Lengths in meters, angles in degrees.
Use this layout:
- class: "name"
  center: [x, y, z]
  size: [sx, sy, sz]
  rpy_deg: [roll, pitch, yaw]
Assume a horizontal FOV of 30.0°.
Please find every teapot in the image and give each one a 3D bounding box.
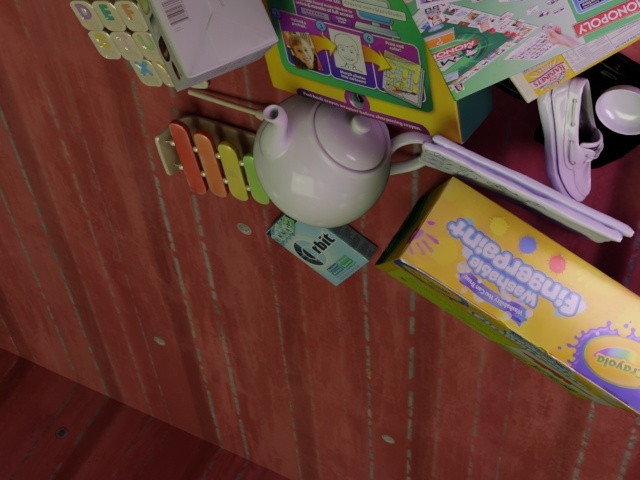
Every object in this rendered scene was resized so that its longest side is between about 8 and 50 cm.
- class: "teapot"
  center: [0.029, -0.153, 1.974]
  size: [0.252, 0.256, 0.187]
  rpy_deg: [47, 139, -5]

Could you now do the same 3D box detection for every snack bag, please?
- class: "snack bag"
  center: [0.298, -0.072, 1.837]
  size: [0.323, 0.037, 0.342]
  rpy_deg: [25, -179, 2]

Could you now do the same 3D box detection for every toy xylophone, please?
- class: "toy xylophone"
  center: [-0.166, -0.165, 2.254]
  size: [0.323, 0.081, 0.236]
  rpy_deg: [13, 146, 28]

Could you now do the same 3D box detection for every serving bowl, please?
- class: "serving bowl"
  center: [0.431, -0.188, 1.681]
  size: [0.083, 0.027, 0.083]
  rpy_deg: [20, 144, 15]

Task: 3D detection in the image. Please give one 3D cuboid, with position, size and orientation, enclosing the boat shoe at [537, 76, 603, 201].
- class: "boat shoe"
  center: [0.372, -0.141, 1.741]
  size: [0.076, 0.083, 0.226]
  rpy_deg: [8, 139, 35]

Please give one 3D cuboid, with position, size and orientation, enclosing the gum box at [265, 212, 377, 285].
- class: "gum box"
  center: [0.000, 0.000, 2.382]
  size: [0.184, 0.041, 0.157]
  rpy_deg: [38, 148, -8]

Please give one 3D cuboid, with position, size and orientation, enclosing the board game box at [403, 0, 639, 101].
- class: "board game box"
  center: [0.272, -0.331, 1.528]
  size: [0.317, 0.046, 0.213]
  rpy_deg: [-23, 126, 14]

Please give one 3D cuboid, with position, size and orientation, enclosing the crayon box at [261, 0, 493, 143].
- class: "crayon box"
  center: [0.064, -0.332, 1.757]
  size: [0.363, 0.106, 0.313]
  rpy_deg: [21, 143, 31]

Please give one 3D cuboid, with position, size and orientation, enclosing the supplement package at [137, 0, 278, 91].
- class: "supplement package"
  center: [-0.180, -0.346, 1.796]
  size: [0.203, 0.149, 0.194]
  rpy_deg: [-176, 63, -79]

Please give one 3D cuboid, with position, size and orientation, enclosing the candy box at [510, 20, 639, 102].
- class: "candy box"
  center: [0.342, -0.279, 1.623]
  size: [0.206, 0.027, 0.105]
  rpy_deg: [-29, 119, 24]

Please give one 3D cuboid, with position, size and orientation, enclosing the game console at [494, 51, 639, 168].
- class: "game console"
  center: [0.322, -0.245, 1.764]
  size: [0.361, 0.044, 0.213]
  rpy_deg: [31, 147, 1]

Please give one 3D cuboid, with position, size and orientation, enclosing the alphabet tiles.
- class: "alphabet tiles"
  center: [-0.321, -0.381, 2.157]
  size: [0.284, 0.021, 0.278]
  rpy_deg: [8, 141, 35]

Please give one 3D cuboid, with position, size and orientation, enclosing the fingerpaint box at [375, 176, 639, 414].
- class: "fingerpaint box"
  center: [0.333, 0.090, 1.975]
  size: [0.445, 0.163, 0.371]
  rpy_deg: [33, 176, 0]
